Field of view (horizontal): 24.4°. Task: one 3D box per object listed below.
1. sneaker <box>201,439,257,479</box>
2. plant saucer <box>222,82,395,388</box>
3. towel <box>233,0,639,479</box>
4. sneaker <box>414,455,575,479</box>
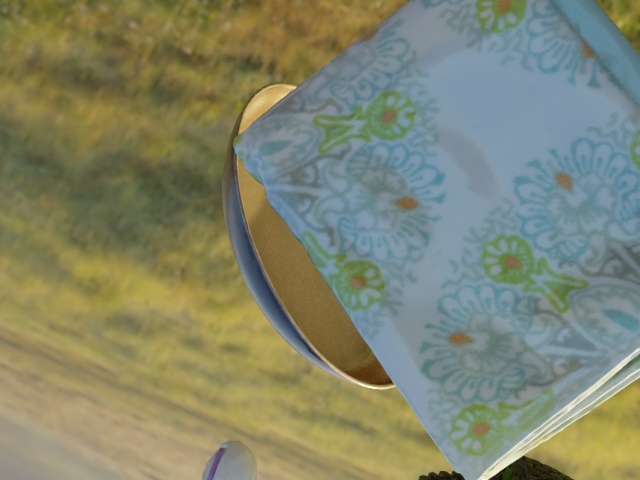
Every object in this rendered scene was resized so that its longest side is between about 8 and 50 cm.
[{"bbox_3d":[-0.052,0.323,1.430,0.152,0.305,0.114,-1,-154,3],"label":"sneaker"},{"bbox_3d":[0.000,0.000,1.419,0.050,0.310,0.310,-24,137,30],"label":"plant saucer"},{"bbox_3d":[0.149,-0.032,1.223,0.374,0.320,0.090,56,-174,14],"label":"towel"},{"bbox_3d":[0.204,0.340,1.747,0.134,0.146,0.343,27,-161,39],"label":"sneaker"}]
